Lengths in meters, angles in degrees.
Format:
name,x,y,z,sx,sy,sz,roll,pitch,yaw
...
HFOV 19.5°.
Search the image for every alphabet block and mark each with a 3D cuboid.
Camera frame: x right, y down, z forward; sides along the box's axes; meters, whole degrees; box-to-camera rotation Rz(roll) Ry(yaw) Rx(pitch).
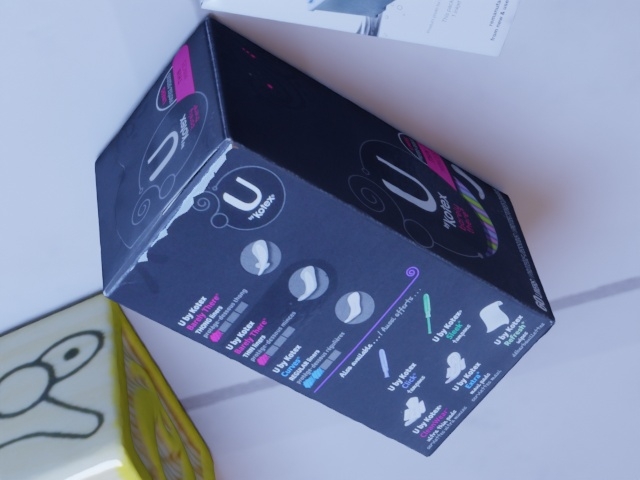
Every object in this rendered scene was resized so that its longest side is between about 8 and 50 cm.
name,x,y,z,sx,sy,sz,roll,pitch,yaw
alphabet block,-0.193,0.189,1.332,0.197,0.192,0.193,-22,127,7

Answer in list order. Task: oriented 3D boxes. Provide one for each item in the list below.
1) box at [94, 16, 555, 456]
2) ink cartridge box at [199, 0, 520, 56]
name,x,y,z,sx,sy,sz,roll,pitch,yaw
box,0.000,0.000,1.250,0.270,0.165,0.143,28,115,-26
ink cartridge box,0.019,-0.192,1.138,0.191,0.139,0.082,7,124,-14
